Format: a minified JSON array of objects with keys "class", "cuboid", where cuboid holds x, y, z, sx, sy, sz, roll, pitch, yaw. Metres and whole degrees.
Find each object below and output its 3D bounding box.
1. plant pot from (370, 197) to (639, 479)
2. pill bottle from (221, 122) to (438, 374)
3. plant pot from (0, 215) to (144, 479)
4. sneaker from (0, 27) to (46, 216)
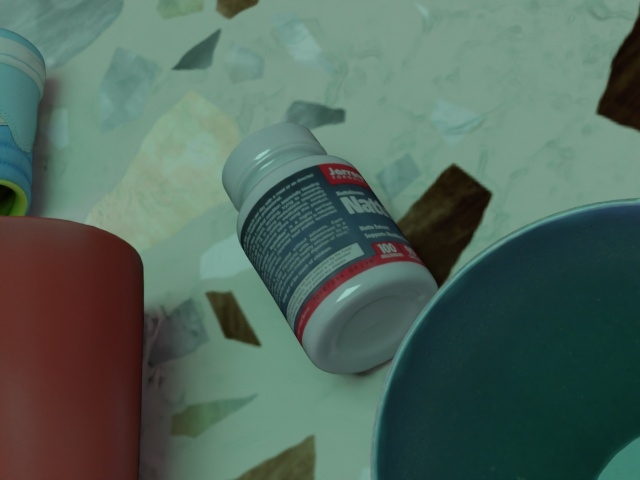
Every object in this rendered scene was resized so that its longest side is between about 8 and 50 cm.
[{"class":"plant pot","cuboid":[0.201,0.146,0.963,0.290,0.195,0.290,-11,61,21]},{"class":"pill bottle","cuboid":[0.000,0.000,1.186,0.108,0.108,0.180,-37,56,5]},{"class":"plant pot","cuboid":[-0.248,0.142,1.157,0.275,0.275,0.243,-16,70,18]},{"class":"sneaker","cuboid":[-0.387,-0.049,1.389,0.319,0.127,0.208,-18,58,18]}]
